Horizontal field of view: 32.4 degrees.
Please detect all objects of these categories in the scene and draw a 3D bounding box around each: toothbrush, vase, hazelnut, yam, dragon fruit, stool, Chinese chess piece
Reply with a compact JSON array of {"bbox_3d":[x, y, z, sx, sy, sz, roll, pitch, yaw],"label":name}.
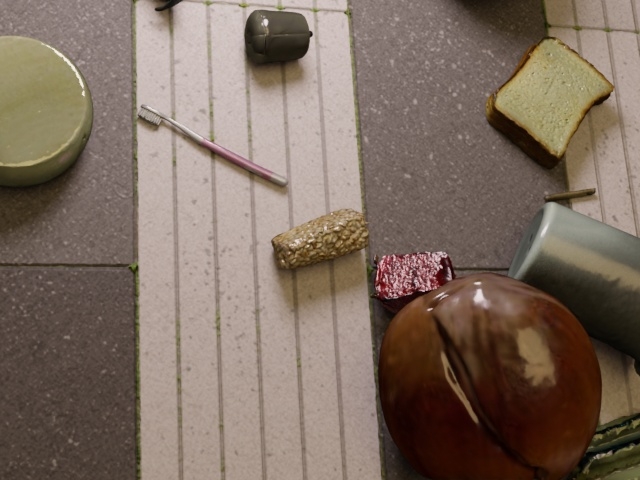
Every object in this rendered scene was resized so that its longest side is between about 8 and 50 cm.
[{"bbox_3d":[-0.185,-0.160,1.901,0.286,0.020,0.025,27,77,-4],"label":"toothbrush"},{"bbox_3d":[0.480,0.076,1.896,0.291,0.245,0.245,23,68,1],"label":"vase"},{"bbox_3d":[0.261,0.219,1.727,0.372,0.372,0.315,26,31,-5],"label":"hazelnut"},{"bbox_3d":[0.464,-0.085,2.046,0.107,0.014,0.014,-9,75,-17],"label":"yam"},{"bbox_3d":[0.166,0.078,1.885,0.147,0.096,0.102,-6,60,16],"label":"dragon fruit"},{"bbox_3d":[-0.076,-0.362,1.956,0.110,0.096,0.096,-7,74,-20],"label":"stool"},{"bbox_3d":[-0.497,-0.210,1.792,0.250,0.101,0.250,4,72,-13],"label":"Chinese chess piece"}]

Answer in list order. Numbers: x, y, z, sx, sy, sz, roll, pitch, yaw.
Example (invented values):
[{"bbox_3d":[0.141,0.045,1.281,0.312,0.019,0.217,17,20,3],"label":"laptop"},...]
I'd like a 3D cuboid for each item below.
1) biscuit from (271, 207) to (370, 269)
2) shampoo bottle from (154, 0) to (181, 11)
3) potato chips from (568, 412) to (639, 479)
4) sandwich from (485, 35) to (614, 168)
[{"bbox_3d":[0.000,0.000,1.868,0.168,0.082,0.070,-20,104,-20],"label":"biscuit"},{"bbox_3d":[-0.293,-0.547,1.954,0.101,0.101,0.284,-14,76,-18],"label":"shampoo bottle"},{"bbox_3d":[0.621,0.461,1.885,0.429,0.070,0.358,-12,79,-17],"label":"potato chips"},{"bbox_3d":[0.428,-0.263,2.068,0.186,0.065,0.215,37,68,0],"label":"sandwich"}]
